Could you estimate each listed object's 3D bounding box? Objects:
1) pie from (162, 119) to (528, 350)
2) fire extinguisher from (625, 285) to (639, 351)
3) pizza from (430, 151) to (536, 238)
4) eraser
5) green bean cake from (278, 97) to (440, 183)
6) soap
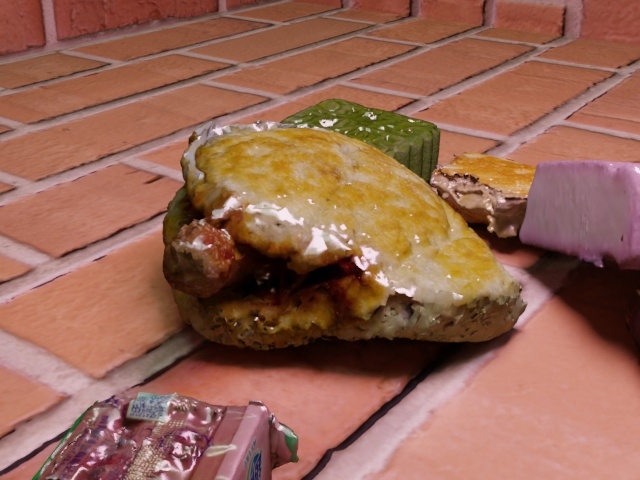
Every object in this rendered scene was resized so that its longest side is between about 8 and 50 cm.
[{"bbox_3d":[0.021,-0.003,1.013,0.418,0.180,0.395,9,30,-12],"label":"pie"},{"bbox_3d":[0.385,0.135,0.761,0.105,0.141,0.341,38,19,-12],"label":"fire extinguisher"},{"bbox_3d":[0.281,-0.058,1.216,0.223,0.089,0.323,-11,25,-36],"label":"pizza"},{"bbox_3d":[0.461,-0.030,0.998,0.359,0.122,0.272,3,7,-11],"label":"eraser"},{"bbox_3d":[0.050,-0.142,1.346,0.248,0.124,0.222,16,30,29],"label":"green bean cake"},{"bbox_3d":[-0.149,0.220,0.610,0.218,0.098,0.273,6,26,11],"label":"soap"}]
